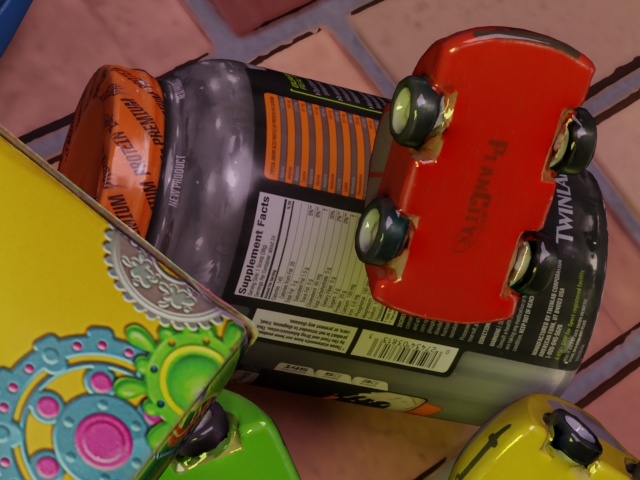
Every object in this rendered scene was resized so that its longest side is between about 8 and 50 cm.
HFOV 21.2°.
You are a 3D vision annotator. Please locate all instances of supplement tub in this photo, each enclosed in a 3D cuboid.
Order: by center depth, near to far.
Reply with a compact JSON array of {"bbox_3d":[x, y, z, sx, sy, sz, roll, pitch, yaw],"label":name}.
[{"bbox_3d":[0.000,0.000,0.638,0.190,0.117,0.117,13,58,-19],"label":"supplement tub"}]

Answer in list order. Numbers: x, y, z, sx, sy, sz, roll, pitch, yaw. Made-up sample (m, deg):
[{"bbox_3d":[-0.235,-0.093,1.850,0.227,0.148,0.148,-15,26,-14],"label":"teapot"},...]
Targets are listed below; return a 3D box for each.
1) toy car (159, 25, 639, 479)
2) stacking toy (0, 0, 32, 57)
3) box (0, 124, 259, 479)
[{"bbox_3d":[0.002,0.057,0.570,0.225,0.239,0.053,-22,30,-1],"label":"toy car"},{"bbox_3d":[-0.249,-0.170,0.613,0.302,0.166,0.175,21,57,3],"label":"stacking toy"},{"bbox_3d":[-0.199,0.118,0.365,0.177,0.290,0.279,38,52,-2],"label":"box"}]
